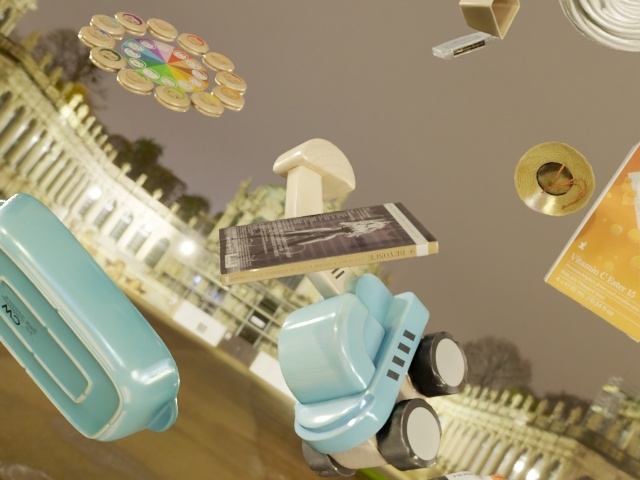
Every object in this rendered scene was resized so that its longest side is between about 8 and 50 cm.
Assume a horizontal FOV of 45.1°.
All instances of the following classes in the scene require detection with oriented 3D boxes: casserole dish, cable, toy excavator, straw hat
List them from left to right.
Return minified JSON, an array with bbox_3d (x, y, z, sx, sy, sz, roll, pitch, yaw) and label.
[{"bbox_3d":[-0.167,0.056,0.497,0.188,0.037,0.114,49,-47,6],"label":"casserole dish"},{"bbox_3d":[0.035,0.106,1.276,0.222,0.433,0.445,-20,-60,41],"label":"toy excavator"},{"bbox_3d":[0.440,-0.116,1.444,0.144,0.144,0.061,31,22,13],"label":"straw hat"},{"bbox_3d":[0.462,-0.385,1.078,0.257,0.089,0.257,-6,-41,14],"label":"cable"}]

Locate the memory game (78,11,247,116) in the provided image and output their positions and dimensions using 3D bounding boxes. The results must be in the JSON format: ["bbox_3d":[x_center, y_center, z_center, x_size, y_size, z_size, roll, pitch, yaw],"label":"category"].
[{"bbox_3d":[-0.162,-0.191,0.825,0.186,0.012,0.186,22,33,-15],"label":"memory game"}]

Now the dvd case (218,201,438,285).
[{"bbox_3d":[0.000,0.000,0.842,0.164,0.221,0.018,-115,-163,-72],"label":"dvd case"}]

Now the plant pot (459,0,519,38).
[{"bbox_3d":[0.388,-0.549,1.795,0.096,0.109,0.109,17,-22,36],"label":"plant pot"}]

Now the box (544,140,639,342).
[{"bbox_3d":[0.639,-0.003,1.556,0.215,0.345,0.168,34,8,13],"label":"box"}]

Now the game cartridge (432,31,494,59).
[{"bbox_3d":[0.218,-0.299,1.184,0.056,0.083,0.017,-118,-170,-61],"label":"game cartridge"}]

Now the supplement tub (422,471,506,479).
[{"bbox_3d":[0.210,0.551,1.455,0.193,0.316,0.194,168,-90,-84],"label":"supplement tub"}]
